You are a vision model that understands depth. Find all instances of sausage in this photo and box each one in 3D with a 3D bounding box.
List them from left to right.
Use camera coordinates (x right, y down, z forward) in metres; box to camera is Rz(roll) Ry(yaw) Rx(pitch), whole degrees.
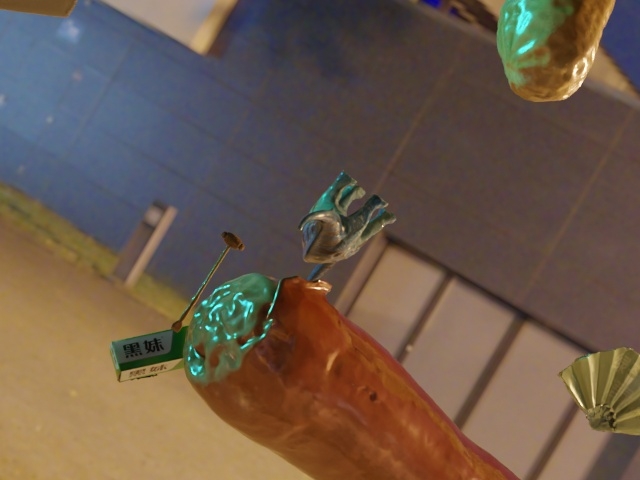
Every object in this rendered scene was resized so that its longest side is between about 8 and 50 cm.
[{"bbox_3d":[0.078,0.163,0.814,0.419,0.094,0.094,45,-13,-29],"label":"sausage"}]

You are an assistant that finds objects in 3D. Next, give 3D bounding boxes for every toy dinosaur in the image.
[{"bbox_3d":[0.020,-0.018,1.597,0.076,0.144,0.329,43,-12,8],"label":"toy dinosaur"}]

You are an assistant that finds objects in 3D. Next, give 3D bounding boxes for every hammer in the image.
[{"bbox_3d":[-0.123,0.045,1.453,0.029,0.123,0.014,33,-13,-1],"label":"hammer"}]

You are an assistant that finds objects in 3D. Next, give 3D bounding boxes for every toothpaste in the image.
[{"bbox_3d":[-0.156,0.125,1.599,0.037,0.179,0.043,113,-39,-59],"label":"toothpaste"}]

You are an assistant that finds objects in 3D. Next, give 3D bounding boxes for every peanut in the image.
[{"bbox_3d":[0.179,-0.175,1.030,0.080,0.174,0.080,14,-39,12],"label":"peanut"}]

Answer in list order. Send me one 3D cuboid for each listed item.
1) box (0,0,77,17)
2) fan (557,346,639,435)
[{"bbox_3d":[-0.346,-0.374,1.574,0.135,0.163,0.243,9,51,-31],"label":"box"},{"bbox_3d":[0.432,0.222,1.979,0.240,0.131,0.009,31,3,-34],"label":"fan"}]
